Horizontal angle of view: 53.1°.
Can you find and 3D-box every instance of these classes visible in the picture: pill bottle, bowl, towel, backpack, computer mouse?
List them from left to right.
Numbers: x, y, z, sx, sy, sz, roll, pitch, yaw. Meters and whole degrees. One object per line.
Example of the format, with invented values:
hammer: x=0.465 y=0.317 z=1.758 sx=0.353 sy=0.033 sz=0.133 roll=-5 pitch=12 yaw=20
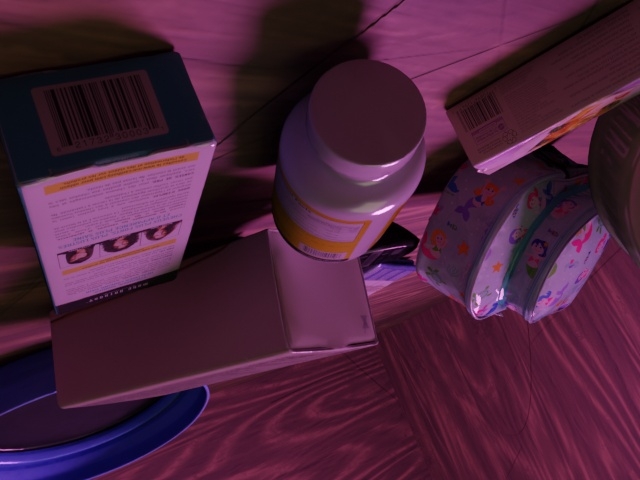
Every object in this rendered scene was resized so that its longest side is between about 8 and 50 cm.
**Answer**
bowl: x=-0.368 y=0.269 z=0.973 sx=0.391 sy=0.077 sz=0.391 roll=-20 pitch=151 yaw=-12
computer mouse: x=0.000 y=0.000 z=0.779 sx=0.262 sy=0.060 sz=0.184 roll=-12 pitch=166 yaw=-8
towel: x=0.049 y=0.108 z=1.341 sx=0.285 sy=0.034 sz=0.209 roll=-31 pitch=163 yaw=25
pill bottle: x=0.018 y=-0.053 z=0.478 sx=0.103 sy=0.103 sz=0.184 roll=-20 pitch=167 yaw=-13
backpack: x=0.253 y=-0.007 z=0.837 sx=0.254 sy=0.191 sz=0.225 roll=-5 pitch=124 yaw=-41

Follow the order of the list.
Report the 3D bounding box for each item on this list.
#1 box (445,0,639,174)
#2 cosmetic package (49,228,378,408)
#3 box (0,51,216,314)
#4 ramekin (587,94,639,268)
box: x=0.268 y=-0.162 z=0.552 sx=0.324 sy=0.067 sz=0.063 roll=-30 pitch=166 yaw=23
cosmetic package: x=-0.118 y=0.090 z=0.666 sx=0.310 sy=0.113 sz=0.160 roll=-20 pitch=164 yaw=29
box: x=-0.141 y=-0.021 z=0.425 sx=0.101 sy=0.060 sz=0.244 roll=-17 pitch=166 yaw=-24
ramekin: x=0.427 y=-0.063 z=0.619 sx=0.303 sy=0.303 sz=0.148 roll=-29 pitch=-170 yaw=26
